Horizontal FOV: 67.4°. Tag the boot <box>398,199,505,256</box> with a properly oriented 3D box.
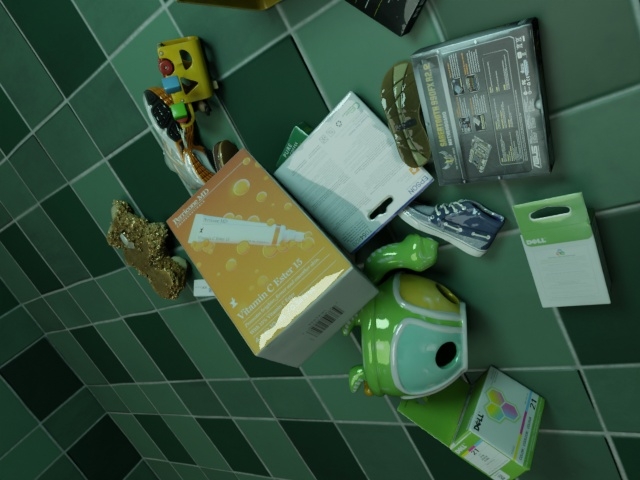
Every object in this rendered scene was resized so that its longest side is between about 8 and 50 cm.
[{"bbox_3d":[0.239,-0.050,0.892,0.190,0.069,0.086,26,124,5],"label":"boot"}]

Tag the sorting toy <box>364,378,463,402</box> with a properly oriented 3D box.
[{"bbox_3d":[0.247,0.380,1.134,0.365,0.126,0.127,25,131,18],"label":"sorting toy"}]

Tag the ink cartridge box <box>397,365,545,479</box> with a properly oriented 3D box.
[{"bbox_3d":[0.320,0.352,1.021,0.255,0.189,0.097,33,133,11],"label":"ink cartridge box"}]

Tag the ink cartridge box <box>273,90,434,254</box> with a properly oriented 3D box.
[{"bbox_3d":[0.061,-0.124,0.912,0.223,0.045,0.224,-43,90,20],"label":"ink cartridge box"}]

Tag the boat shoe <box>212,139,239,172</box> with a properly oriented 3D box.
[{"bbox_3d":[-0.206,-0.130,1.117,0.073,0.073,0.207,-3,118,33],"label":"boat shoe"}]

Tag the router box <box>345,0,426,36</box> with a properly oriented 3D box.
[{"bbox_3d":[0.116,-0.424,0.722,0.133,0.046,0.179,37,134,6],"label":"router box"}]

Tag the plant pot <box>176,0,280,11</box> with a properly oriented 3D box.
[{"bbox_3d":[-0.109,-0.492,0.727,0.212,0.212,0.187,-10,102,38],"label":"plant pot"}]

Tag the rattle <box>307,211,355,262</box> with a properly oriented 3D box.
[{"bbox_3d":[0.000,0.000,1.097,0.130,0.143,0.199,-23,95,6],"label":"rattle"}]

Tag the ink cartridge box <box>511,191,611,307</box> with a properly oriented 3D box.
[{"bbox_3d":[0.411,0.010,0.814,0.109,0.062,0.209,-10,113,38],"label":"ink cartridge box"}]

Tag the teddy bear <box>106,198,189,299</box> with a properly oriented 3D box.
[{"bbox_3d":[-0.505,0.022,1.414,0.338,0.113,0.245,30,125,23],"label":"teddy bear"}]

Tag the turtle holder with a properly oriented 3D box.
[{"bbox_3d":[0.182,0.159,0.983,0.227,0.243,0.320,-1,80,17],"label":"turtle holder"}]

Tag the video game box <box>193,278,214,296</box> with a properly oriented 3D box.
[{"bbox_3d":[-0.173,0.117,1.189,0.187,0.205,0.048,-8,80,35],"label":"video game box"}]

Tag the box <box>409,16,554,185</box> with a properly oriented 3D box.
[{"bbox_3d":[0.261,-0.208,0.768,0.183,0.056,0.231,-3,118,35],"label":"box"}]

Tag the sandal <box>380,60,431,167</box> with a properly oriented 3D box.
[{"bbox_3d":[0.150,-0.216,0.836,0.072,0.049,0.180,-13,101,13],"label":"sandal"}]

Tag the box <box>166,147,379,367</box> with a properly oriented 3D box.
[{"bbox_3d":[-0.094,0.029,0.903,0.345,0.215,0.168,47,-178,30],"label":"box"}]

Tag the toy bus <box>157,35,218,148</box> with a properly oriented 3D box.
[{"bbox_3d":[-0.270,-0.324,1.007,0.202,0.104,0.191,111,141,-74],"label":"toy bus"}]

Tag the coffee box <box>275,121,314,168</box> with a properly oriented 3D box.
[{"bbox_3d":[0.006,-0.146,0.989,0.184,0.040,0.113,37,131,6],"label":"coffee box"}]

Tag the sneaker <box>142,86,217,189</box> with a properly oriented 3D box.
[{"bbox_3d":[-0.345,-0.227,1.131,0.121,0.099,0.262,-16,109,44],"label":"sneaker"}]
